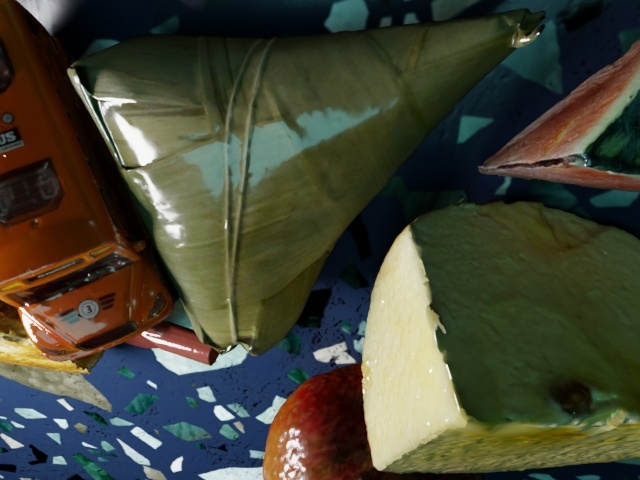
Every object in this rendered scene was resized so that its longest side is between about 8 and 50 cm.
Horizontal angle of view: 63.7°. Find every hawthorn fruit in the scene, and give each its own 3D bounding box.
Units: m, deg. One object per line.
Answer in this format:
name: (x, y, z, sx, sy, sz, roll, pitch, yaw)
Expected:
hawthorn fruit: (0.062, 0.335, 0.718, 0.285, 0.284, 0.368, 12, 149, 6)

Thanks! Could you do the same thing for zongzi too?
zongzi: (0.000, 0.000, 0.540, 0.419, 0.181, 0.446, -2, 126, 15)

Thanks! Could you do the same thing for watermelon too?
watermelon: (0.243, -0.068, 0.443, 0.136, 0.207, 0.202, 53, 142, 8)

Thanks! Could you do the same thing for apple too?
apple: (0.217, 0.122, 0.517, 0.310, 0.252, 0.313, 2, 100, -17)

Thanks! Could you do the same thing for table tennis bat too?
table tennis bat: (-0.285, 0.110, 0.720, 0.311, 0.038, 0.200, 15, 151, 13)

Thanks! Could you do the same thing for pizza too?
pizza: (-0.412, 0.117, 0.693, 0.226, 0.086, 0.336, -12, 150, 31)

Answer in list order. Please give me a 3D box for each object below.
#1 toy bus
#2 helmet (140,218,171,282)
toy bus: (-0.268, -0.047, 0.501, 0.143, 0.153, 0.329, -23, 88, -11)
helmet: (-0.242, 0.018, 0.646, 0.175, 0.155, 0.106, 30, 92, -39)
